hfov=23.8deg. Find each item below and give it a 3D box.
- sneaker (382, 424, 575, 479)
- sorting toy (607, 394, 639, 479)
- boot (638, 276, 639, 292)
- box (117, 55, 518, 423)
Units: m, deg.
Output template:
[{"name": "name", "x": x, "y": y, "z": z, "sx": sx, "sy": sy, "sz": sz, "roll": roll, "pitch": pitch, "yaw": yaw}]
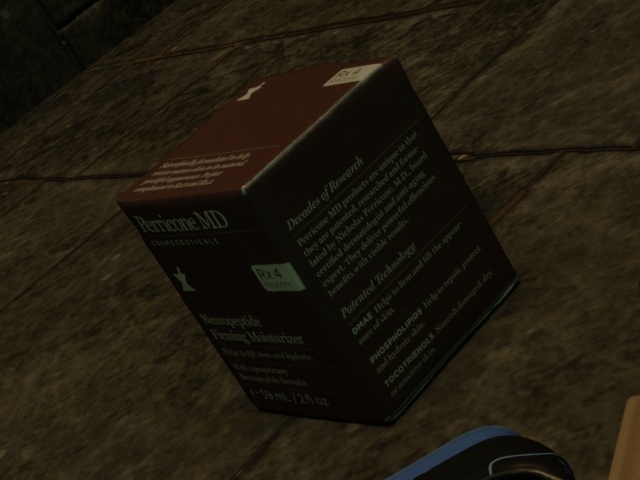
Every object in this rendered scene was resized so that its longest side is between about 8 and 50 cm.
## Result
[{"name": "sneaker", "x": 0.037, "y": 0.180, "z": 0.821, "sx": 0.232, "sy": 0.081, "sz": 0.090, "roll": -34, "pitch": 14, "yaw": -10}, {"name": "sorting toy", "x": 0.244, "y": 0.087, "z": 0.751, "sx": 0.208, "sy": 0.038, "sz": 0.193, "roll": -27, "pitch": 8, "yaw": 23}, {"name": "boot", "x": 0.271, "y": -0.031, "z": 0.896, "sx": 0.211, "sy": 0.104, "sz": 0.295, "roll": -39, "pitch": 1, "yaw": 1}, {"name": "box", "x": 0.000, "y": 0.000, "z": 1.105, "sx": 0.167, "sy": 0.203, "sz": 0.168, "roll": -44, "pitch": 24, "yaw": -29}]
